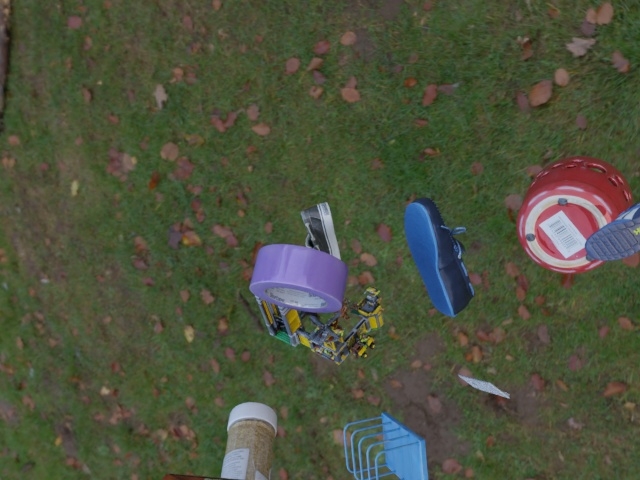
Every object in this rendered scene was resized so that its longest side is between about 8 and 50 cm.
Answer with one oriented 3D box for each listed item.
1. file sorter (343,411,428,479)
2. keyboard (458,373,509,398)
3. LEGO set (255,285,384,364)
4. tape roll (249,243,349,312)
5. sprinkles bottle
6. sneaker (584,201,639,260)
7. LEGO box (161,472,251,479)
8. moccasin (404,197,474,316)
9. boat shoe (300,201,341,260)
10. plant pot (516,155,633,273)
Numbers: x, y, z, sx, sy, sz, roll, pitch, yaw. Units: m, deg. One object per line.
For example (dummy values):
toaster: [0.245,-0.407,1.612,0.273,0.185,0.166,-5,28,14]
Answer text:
file sorter: [0.126,0.434,1.191,0.170,0.105,0.118,-174,77,-70]
keyboard: [0.472,0.423,1.752,0.072,0.256,0.014,31,80,-1]
LEGO set: [-0.007,0.155,1.544,0.331,0.255,0.192,28,145,42]
tape roll: [-0.042,0.080,1.204,0.189,0.189,0.080,0,66,30]
sprinkles bottle: [-0.171,0.548,1.370,0.121,0.355,0.121,1,128,1]
sneaker: [0.445,-0.018,0.855,0.144,0.059,0.053,-31,92,12]
LEGO box: [-0.159,0.653,0.836,0.193,0.372,0.499,-1,113,16]
moccasin: [0.309,0.031,1.546,0.138,0.117,0.341,30,145,55]
boat shoe: [0.000,0.000,1.354,0.070,0.077,0.219,-15,137,-1]
plant pot: [0.455,-0.044,1.077,0.191,0.174,0.191,10,113,24]
